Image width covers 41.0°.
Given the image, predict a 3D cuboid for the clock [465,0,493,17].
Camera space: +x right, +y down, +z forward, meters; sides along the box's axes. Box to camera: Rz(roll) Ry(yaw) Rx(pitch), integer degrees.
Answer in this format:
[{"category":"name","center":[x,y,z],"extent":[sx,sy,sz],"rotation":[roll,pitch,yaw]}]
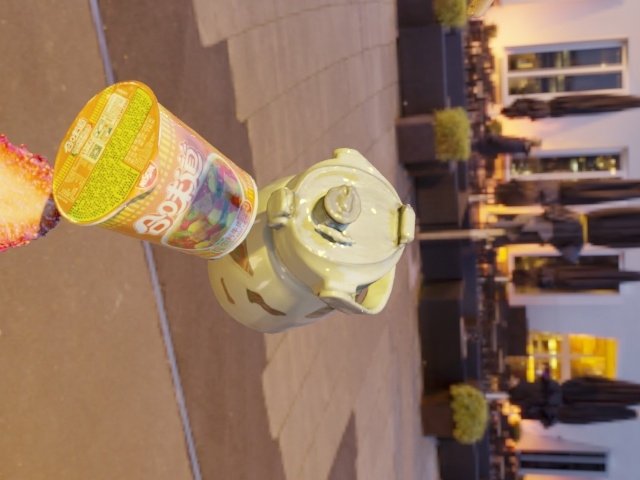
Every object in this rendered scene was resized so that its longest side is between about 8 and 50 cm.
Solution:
[{"category":"clock","center":[0.157,-0.398,0.778],"extent":[0.200,0.244,0.317],"rotation":[-63,-175,-27]}]

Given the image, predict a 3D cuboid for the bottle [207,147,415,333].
[{"category":"bottle","center":[0.000,0.000,1.144],"extent":[0.351,0.229,0.229],"rotation":[149,-53,-62]}]

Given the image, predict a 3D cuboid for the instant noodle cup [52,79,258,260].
[{"category":"instant noodle cup","center":[-0.168,-0.061,0.942],"extent":[0.185,0.168,0.169],"rotation":[29,58,-48]}]

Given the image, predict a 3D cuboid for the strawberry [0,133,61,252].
[{"category":"strawberry","center":[-0.411,-0.049,1.026],"extent":[0.208,0.087,0.167],"rotation":[44,57,-58]}]
